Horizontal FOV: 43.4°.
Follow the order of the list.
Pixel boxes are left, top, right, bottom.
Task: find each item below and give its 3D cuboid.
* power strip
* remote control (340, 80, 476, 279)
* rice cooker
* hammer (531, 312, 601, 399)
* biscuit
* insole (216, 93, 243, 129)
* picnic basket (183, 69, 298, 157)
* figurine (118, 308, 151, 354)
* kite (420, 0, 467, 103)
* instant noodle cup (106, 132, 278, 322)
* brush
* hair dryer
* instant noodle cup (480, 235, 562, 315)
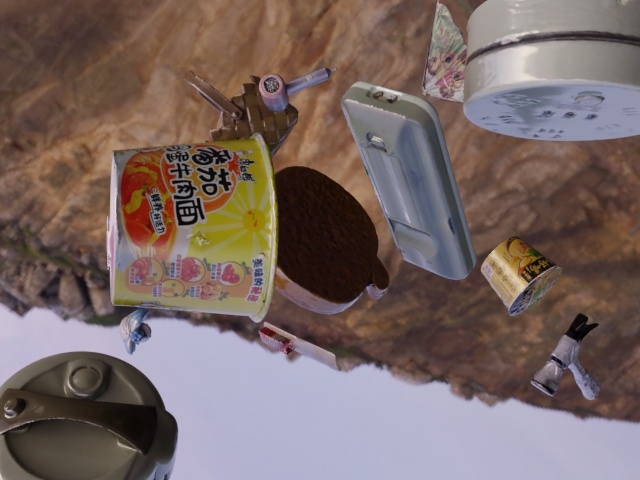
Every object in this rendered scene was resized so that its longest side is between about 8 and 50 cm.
[{"bbox_3d":[0.393,-0.267,1.276,0.357,0.162,0.357,4,174,0],"label":"power strip"},{"bbox_3d":[0.118,-0.063,1.050,0.128,0.066,0.335,21,154,33],"label":"remote control"},{"bbox_3d":[-0.428,0.387,1.425,0.334,0.325,0.335,9,-135,-9],"label":"rice cooker"},{"bbox_3d":[0.480,0.253,1.508,0.044,0.152,0.427,31,173,31],"label":"hammer"},{"bbox_3d":[-0.005,0.006,1.695,0.350,0.070,0.394,40,-146,-3],"label":"biscuit"},{"bbox_3d":[-0.196,-0.223,1.789,0.081,0.248,0.011,12,156,-3],"label":"insole"},{"bbox_3d":[-0.136,-0.192,1.220,0.178,0.138,0.128,37,177,-9],"label":"picnic basket"},{"bbox_3d":[-0.434,0.209,1.903,0.079,0.114,0.114,11,-163,0],"label":"figurine"},{"bbox_3d":[0.341,-0.434,1.975,0.013,0.267,0.323,-18,-105,-46],"label":"kite"},{"bbox_3d":[-0.179,-0.017,1.077,0.200,0.265,0.264,0,-149,-18],"label":"instant noodle cup"},{"bbox_3d":[-0.065,0.298,2.220,0.321,0.050,0.060,16,131,48],"label":"brush"},{"bbox_3d":[-0.029,-0.221,1.122,0.063,0.114,0.037,75,172,-80],"label":"hair dryer"},{"bbox_3d":[0.431,0.070,1.748,0.122,0.151,0.151,50,-163,24],"label":"instant noodle cup"}]
